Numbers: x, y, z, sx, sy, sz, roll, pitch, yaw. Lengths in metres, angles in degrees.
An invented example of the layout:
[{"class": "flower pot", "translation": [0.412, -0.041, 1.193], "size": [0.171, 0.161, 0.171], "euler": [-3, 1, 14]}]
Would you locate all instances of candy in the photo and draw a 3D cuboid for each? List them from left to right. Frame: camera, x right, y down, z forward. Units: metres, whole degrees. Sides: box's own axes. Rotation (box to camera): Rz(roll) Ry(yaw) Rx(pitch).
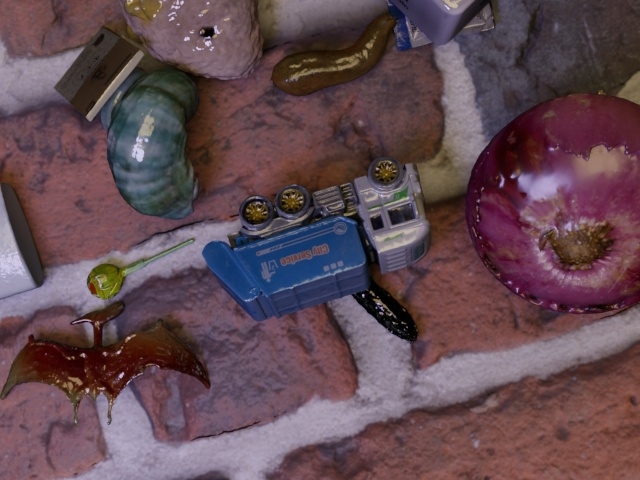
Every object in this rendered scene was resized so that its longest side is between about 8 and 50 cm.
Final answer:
[{"class": "candy", "translation": [-0.302, 0.041, 1.637], "size": [0.194, 0.062, 0.058], "euler": [-25, 45, -8]}]

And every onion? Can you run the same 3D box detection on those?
[{"class": "onion", "translation": [0.410, -0.057, 1.517], "size": [0.359, 0.345, 0.358], "euler": [3, 101, 15]}]

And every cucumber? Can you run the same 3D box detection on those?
[{"class": "cucumber", "translation": [0.097, 0.105, 1.628], "size": [0.181, 0.053, 0.053], "euler": [45, 91, -1]}]

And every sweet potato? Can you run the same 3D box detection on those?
[{"class": "sweet potato", "translation": [0.029, -0.301, 1.617], "size": [0.233, 0.062, 0.081], "euler": [-23, 98, 2]}]

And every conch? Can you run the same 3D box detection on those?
[{"class": "conch", "translation": [-0.274, -0.177, 1.567], "size": [0.195, 0.220, 0.277], "euler": [-33, 76, -23]}]

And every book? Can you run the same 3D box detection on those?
[{"class": "book", "translation": [-0.362, -0.275, 1.571], "size": [0.016, 0.199, 0.138], "euler": [39, 89, -36]}]

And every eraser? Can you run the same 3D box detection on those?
[{"class": "eraser", "translation": [-0.630, 0.035, 1.611], "size": [0.290, 0.104, 0.189], "euler": [-19, 86, 0]}]

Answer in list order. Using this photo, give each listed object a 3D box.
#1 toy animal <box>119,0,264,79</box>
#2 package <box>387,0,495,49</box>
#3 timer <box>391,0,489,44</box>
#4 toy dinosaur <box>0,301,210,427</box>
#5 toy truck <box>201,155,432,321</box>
[{"class": "toy animal", "translation": [-0.219, -0.434, 1.560], "size": [0.227, 0.188, 0.358], "euler": [-8, 90, -5]}, {"class": "package", "translation": [0.195, -0.420, 1.634], "size": [0.173, 0.027, 0.171], "euler": [-14, 90, 0]}, {"class": "timer", "translation": [0.199, -0.454, 1.525], "size": [0.192, 0.195, 0.194], "euler": [-45, 86, -2]}, {"class": "toy dinosaur", "translation": [-0.378, 0.223, 1.621], "size": [0.327, 0.113, 0.206], "euler": [-28, 64, -10]}, {"class": "toy truck", "translation": [0.000, 0.000, 1.560], "size": [0.368, 0.146, 0.175], "euler": [-19, 69, 1]}]
